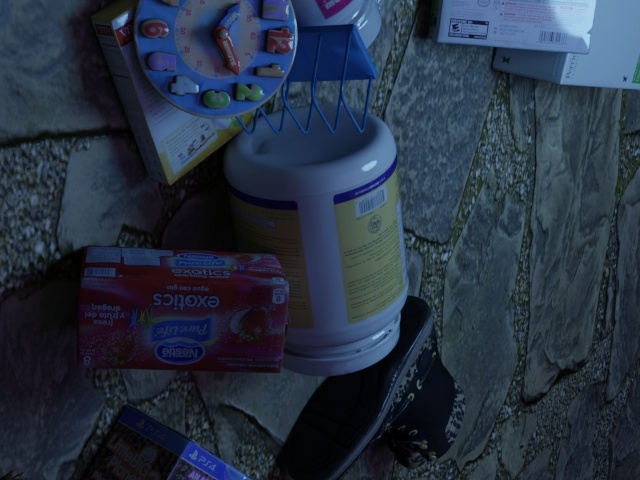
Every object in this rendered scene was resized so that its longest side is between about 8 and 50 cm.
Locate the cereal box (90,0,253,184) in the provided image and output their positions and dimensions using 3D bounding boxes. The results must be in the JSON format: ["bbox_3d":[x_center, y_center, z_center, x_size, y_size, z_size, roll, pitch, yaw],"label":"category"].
[{"bbox_3d":[-0.183,-0.216,1.444,0.173,0.047,0.240,-41,132,-33],"label":"cereal box"}]

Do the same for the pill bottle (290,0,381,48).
[{"bbox_3d":[-0.030,-0.371,1.468,0.160,0.160,0.283,-54,139,-19],"label":"pill bottle"}]

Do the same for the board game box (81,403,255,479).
[{"bbox_3d":[-0.237,0.418,1.574,0.291,0.141,0.232,-59,140,-14],"label":"board game box"}]

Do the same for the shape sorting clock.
[{"bbox_3d":[-0.125,-0.252,1.371,0.206,0.040,0.206,-4,99,-24],"label":"shape sorting clock"}]

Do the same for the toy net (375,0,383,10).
[{"bbox_3d":[0.084,-0.417,1.680,0.122,0.045,0.232,11,98,-53],"label":"toy net"}]

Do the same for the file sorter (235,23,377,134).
[{"bbox_3d":[-0.026,-0.204,1.474,0.118,0.170,0.105,53,42,-61],"label":"file sorter"}]

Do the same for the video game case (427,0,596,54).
[{"bbox_3d":[0.321,-0.436,1.824,0.269,0.061,0.244,2,108,-13],"label":"video game case"}]

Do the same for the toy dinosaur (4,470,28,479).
[{"bbox_3d":[-0.391,0.365,1.433,0.211,0.064,0.112,-27,126,-40],"label":"toy dinosaur"}]

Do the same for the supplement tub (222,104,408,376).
[{"bbox_3d":[0.000,0.000,1.597,0.241,0.241,0.331,-33,129,-37],"label":"supplement tub"}]

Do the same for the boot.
[{"bbox_3d":[0.114,0.316,1.957,0.377,0.138,0.284,-58,140,-24],"label":"boot"}]

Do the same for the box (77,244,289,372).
[{"bbox_3d":[-0.175,0.086,1.419,0.256,0.128,0.123,3,108,-11],"label":"box"}]

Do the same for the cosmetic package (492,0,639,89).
[{"bbox_3d":[0.492,-0.389,2.082,0.365,0.155,0.197,-9,115,-49],"label":"cosmetic package"}]
